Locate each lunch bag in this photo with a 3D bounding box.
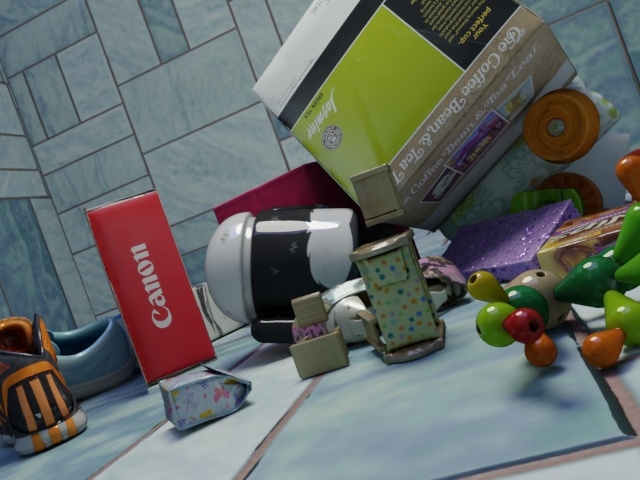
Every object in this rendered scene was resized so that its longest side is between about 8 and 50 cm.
[{"bbox_3d":[-0.119,0.156,0.616,0.083,0.053,0.071,-10,-2,-23],"label":"lunch bag"}]

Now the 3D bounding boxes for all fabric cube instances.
[{"bbox_3d":[0.000,0.000,1.139,0.259,0.258,0.254,-20,1,39],"label":"fabric cube"}]

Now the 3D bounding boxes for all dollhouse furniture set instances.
[{"bbox_3d":[0.020,0.035,0.600,0.160,0.182,0.101,-20,1,13],"label":"dollhouse furniture set"}]

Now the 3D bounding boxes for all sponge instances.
[{"bbox_3d":[0.241,0.011,0.814,0.117,0.031,0.210,-48,14,-25],"label":"sponge"}]

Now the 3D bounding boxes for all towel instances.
[{"bbox_3d":[0.255,-0.213,1.027,0.090,0.374,0.320,10,-51,-50],"label":"towel"}]

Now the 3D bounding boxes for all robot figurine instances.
[{"bbox_3d":[-0.028,0.040,0.872,0.278,0.174,0.209,-1,8,4],"label":"robot figurine"}]

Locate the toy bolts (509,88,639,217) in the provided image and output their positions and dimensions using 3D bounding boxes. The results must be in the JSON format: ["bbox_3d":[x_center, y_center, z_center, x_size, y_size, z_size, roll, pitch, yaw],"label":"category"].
[{"bbox_3d":[0.404,-0.104,0.828,0.228,0.218,0.158,4,12,42],"label":"toy bolts"}]

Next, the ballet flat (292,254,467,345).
[{"bbox_3d":[0.074,0.080,0.713,0.221,0.077,0.079,-20,20,-8],"label":"ballet flat"}]

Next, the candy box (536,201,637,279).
[{"bbox_3d":[0.301,0.002,0.616,0.109,0.053,0.186,-19,2,32],"label":"candy box"}]

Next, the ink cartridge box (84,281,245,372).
[{"bbox_3d":[-0.334,0.188,1.356,0.223,0.129,0.307,-20,0,41],"label":"ink cartridge box"}]

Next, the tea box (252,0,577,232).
[{"bbox_3d":[0.135,-0.240,0.906,0.329,0.323,0.220,-50,-28,20],"label":"tea box"}]

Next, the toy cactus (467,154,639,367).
[{"bbox_3d":[0.182,0.030,0.447,0.219,0.112,0.180,-30,-5,-25],"label":"toy cactus"}]

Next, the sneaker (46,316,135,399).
[{"bbox_3d":[-0.534,0.234,1.088,0.365,0.150,0.135,-21,31,-31],"label":"sneaker"}]

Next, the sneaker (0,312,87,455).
[{"bbox_3d":[-0.435,0.201,0.888,0.124,0.180,0.321,-20,0,-37],"label":"sneaker"}]

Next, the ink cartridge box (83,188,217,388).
[{"bbox_3d":[-0.298,0.082,1.048,0.130,0.310,0.272,-20,1,-17],"label":"ink cartridge box"}]

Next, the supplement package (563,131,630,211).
[{"bbox_3d":[0.427,-0.114,1.094,0.139,0.134,0.244,7,-4,-7],"label":"supplement package"}]
